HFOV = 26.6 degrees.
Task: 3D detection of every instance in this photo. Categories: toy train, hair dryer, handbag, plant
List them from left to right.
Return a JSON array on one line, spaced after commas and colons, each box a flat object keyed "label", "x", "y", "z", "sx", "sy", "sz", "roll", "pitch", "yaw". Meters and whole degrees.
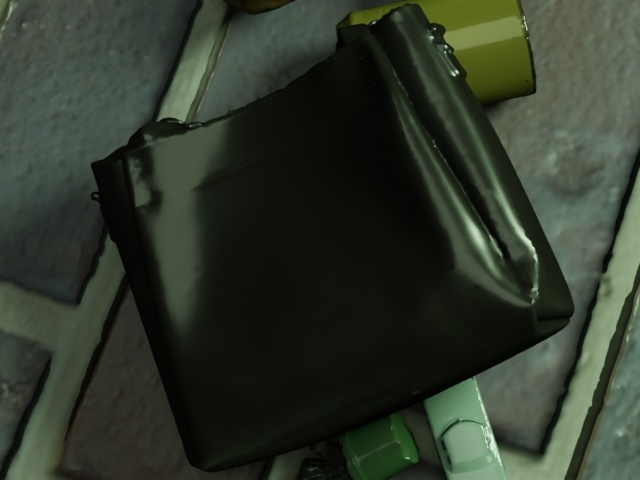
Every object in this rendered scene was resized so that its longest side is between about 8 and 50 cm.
[{"label": "handbag", "x": 0.000, "y": 0.000, "z": 0.923, "sx": 0.285, "sy": 0.113, "sz": 0.257, "roll": -25, "pitch": 86, "yaw": 20}, {"label": "plant", "x": 0.017, "y": 0.160, "z": 0.963, "sx": 0.102, "sy": 0.051, "sz": 0.051, "roll": -28, "pitch": 76, "yaw": 14}, {"label": "hair dryer", "x": 0.067, "y": -0.224, "z": 1.028, "sx": 0.135, "sy": 0.090, "sz": 0.279, "roll": -12, "pitch": 71, "yaw": 6}, {"label": "toy train", "x": 0.113, "y": 0.181, "z": 0.948, "sx": 0.043, "sy": 0.047, "sz": 0.208, "roll": -17, "pitch": 78, "yaw": 1}]

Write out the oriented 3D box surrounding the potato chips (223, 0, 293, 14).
[{"label": "potato chips", "x": -0.006, "y": -0.263, "z": 1.016, "sx": 0.062, "sy": 0.195, "sz": 0.208, "roll": 22, "pitch": 55, "yaw": -28}]
